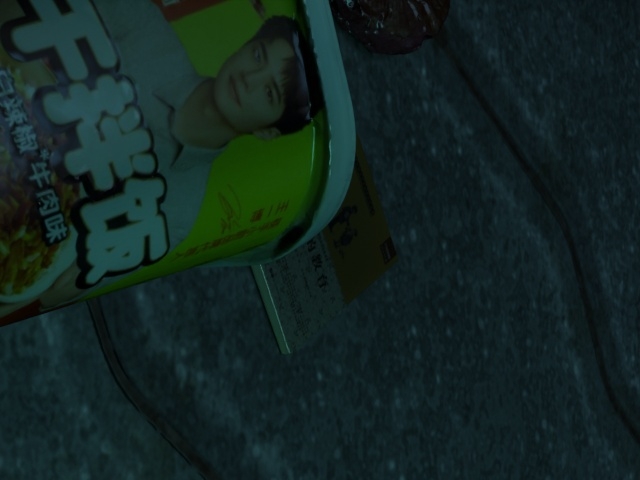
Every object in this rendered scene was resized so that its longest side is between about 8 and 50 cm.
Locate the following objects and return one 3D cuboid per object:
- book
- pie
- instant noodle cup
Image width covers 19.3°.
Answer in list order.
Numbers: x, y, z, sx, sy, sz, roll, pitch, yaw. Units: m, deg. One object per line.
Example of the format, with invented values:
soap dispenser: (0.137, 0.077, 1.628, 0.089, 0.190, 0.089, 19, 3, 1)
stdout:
book: (0.000, 0.000, 1.490, 0.172, 0.012, 0.118, -39, 117, -48)
pie: (0.057, -0.225, 1.574, 0.153, 0.038, 0.154, 8, 80, -50)
instant noodle cup: (-0.182, -0.072, 1.073, 0.308, 0.294, 0.294, -24, 105, -44)
